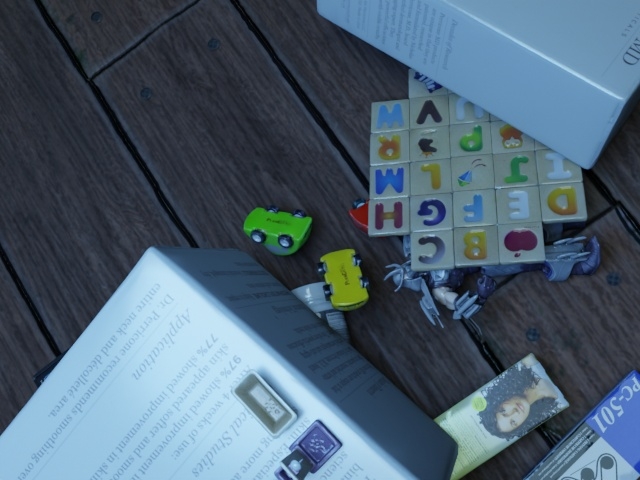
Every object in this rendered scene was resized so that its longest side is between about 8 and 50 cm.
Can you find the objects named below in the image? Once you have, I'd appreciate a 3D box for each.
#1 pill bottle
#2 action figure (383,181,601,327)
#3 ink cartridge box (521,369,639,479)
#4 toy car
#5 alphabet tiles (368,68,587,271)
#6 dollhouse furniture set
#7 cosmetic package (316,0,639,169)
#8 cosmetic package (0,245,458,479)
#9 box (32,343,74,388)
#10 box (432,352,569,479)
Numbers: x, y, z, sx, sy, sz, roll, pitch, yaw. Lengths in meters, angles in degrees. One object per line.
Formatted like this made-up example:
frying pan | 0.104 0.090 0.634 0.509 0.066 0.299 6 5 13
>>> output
pill bottle | 0.001 0.132 1.220 0.078 0.078 0.137 -18 76 8
action figure | 0.223 0.015 1.180 0.285 0.099 0.185 -14 62 2
ink cartridge box | 0.369 0.275 1.132 0.207 0.046 0.097 -46 75 1
toy car | 0.000 0.000 1.227 0.225 0.053 0.239 11 49 22
alphabet tiles | 0.208 -0.114 1.199 0.285 0.011 0.342 -4 59 11
dollhouse furniture set | -0.056 0.187 0.806 0.091 0.081 0.114 -45 81 6
cosmetic package | 0.240 -0.323 1.180 0.453 0.161 0.230 33 67 15
cosmetic package | -0.097 0.253 1.020 0.394 0.327 0.329 41 96 10
box | -0.258 0.243 1.263 0.216 0.060 0.270 -37 75 4
box | 0.211 0.250 1.164 0.232 0.058 0.087 -36 75 4
